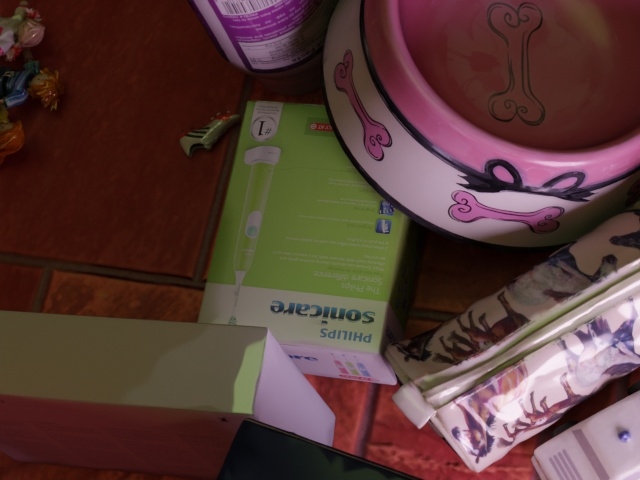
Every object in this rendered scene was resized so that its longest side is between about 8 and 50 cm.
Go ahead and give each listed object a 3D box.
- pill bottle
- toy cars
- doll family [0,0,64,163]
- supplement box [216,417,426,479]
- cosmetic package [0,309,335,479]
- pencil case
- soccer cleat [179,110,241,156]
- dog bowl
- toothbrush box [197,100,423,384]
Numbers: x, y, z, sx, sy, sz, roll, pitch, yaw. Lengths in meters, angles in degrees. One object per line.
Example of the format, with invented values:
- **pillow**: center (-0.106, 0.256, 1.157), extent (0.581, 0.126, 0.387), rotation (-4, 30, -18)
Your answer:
- **pill bottle**: center (-0.064, -0.289, 1.527), extent (0.169, 0.301, 0.169), rotation (-5, 67, 12)
- **toy cars**: center (0.404, 0.219, 1.312), extent (0.393, 0.087, 0.176), rotation (9, 70, 18)
- **doll family**: center (-0.418, -0.182, 1.699), extent (0.163, 0.118, 0.263), rotation (5, 51, 23)
- **supplement box**: center (0.027, 0.321, 1.218), extent (0.195, 0.356, 0.194), rotation (17, 74, 20)
- **cosmetic package**: center (-0.200, 0.166, 1.384), extent (0.377, 0.284, 0.097), rotation (3, 69, 15)
- **pencil case**: center (0.264, 0.078, 1.356), extent (0.410, 0.183, 0.160), rotation (-31, 65, 1)
- **soccer cleat**: center (-0.132, -0.130, 1.634), extent (0.083, 0.029, 0.035), rotation (-22, 73, 8)
- **dog bowl**: center (0.212, -0.201, 1.423), extent (0.408, 0.150, 0.408), rotation (4, 66, -10)
- **toothbrush box**: center (0.000, 0.000, 1.490), extent (0.206, 0.122, 0.283), rotation (5, 68, 15)
